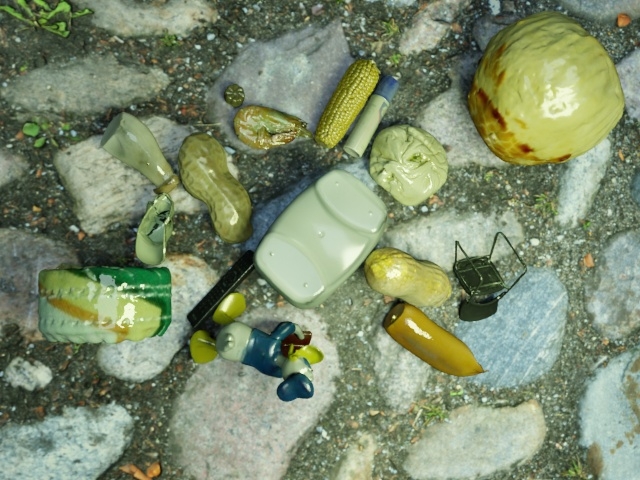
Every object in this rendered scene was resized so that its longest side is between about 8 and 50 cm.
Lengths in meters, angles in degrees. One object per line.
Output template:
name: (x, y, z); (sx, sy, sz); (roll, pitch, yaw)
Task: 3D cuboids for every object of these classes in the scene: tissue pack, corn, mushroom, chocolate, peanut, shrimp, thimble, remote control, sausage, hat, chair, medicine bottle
tissue pack: (0.000, 0.000, 1.063); (0.229, 0.236, 0.333); (42, 83, 4)
corn: (0.070, -0.370, 1.148); (0.091, 0.091, 0.260); (30, 86, -4)
mushroom: (-0.445, -0.221, 1.072); (0.225, 0.093, 0.116); (40, 106, -15)
chocolate: (0.230, 0.097, 1.103); (0.309, 0.134, 0.134); (22, 85, -37)
peanut: (-0.266, -0.128, 1.078); (0.136, 0.120, 0.299); (-28, 94, 16)
shrimp: (-0.125, -0.295, 1.137); (0.216, 0.051, 0.115); (9, 94, -9)
thimble: (-0.489, 0.138, 0.971); (0.287, 0.254, 0.168); (1, 86, 5)
remote control: (-0.251, 0.125, 1.108); (0.245, 0.063, 0.025); (-47, 136, -6)
sausage: (0.324, 0.292, 1.163); (0.328, 0.112, 0.112); (35, 84, -6)
hat: (-0.397, -0.023, 1.056); (0.122, 0.081, 0.166); (-17, 71, 25)
chair: (0.447, 0.108, 1.189); (0.140, 0.221, 0.145); (-10, 48, -8)
medicine bottle: (0.141, -0.341, 1.172); (0.059, 0.059, 0.231); (30, 85, -7)

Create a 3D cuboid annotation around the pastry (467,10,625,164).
pastry: (0.550, -0.365, 1.090); (0.312, 0.388, 0.389); (-33, 94, 24)

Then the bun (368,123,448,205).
bun: (0.239, -0.209, 1.144); (0.229, 0.145, 0.230); (0, 88, -5)

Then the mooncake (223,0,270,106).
mooncake: (-0.189, -0.532, 1.135); (0.150, 0.057, 0.348); (-4, 96, -21)

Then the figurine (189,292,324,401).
figurine: (-0.115, 0.291, 1.029); (0.283, 0.338, 0.205); (21, 93, -42)
